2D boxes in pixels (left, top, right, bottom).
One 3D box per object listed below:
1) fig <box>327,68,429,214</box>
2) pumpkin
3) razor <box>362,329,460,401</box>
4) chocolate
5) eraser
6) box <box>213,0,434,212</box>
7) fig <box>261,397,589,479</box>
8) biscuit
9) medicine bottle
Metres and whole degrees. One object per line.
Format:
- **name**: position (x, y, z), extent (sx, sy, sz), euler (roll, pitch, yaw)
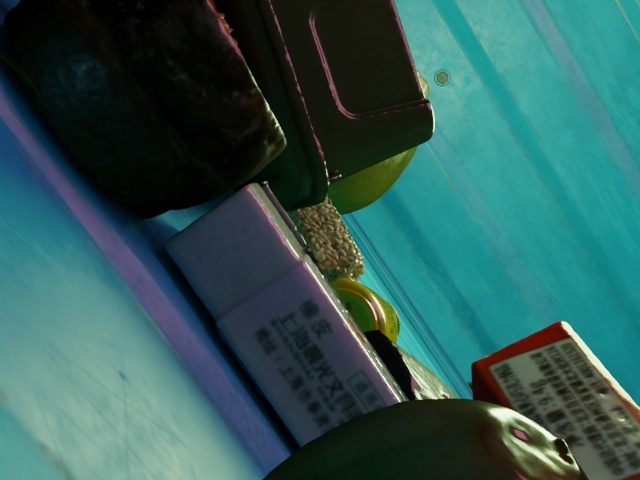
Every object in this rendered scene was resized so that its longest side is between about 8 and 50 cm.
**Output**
- **fig**: position (0.040, -0.205, 1.496), extent (0.316, 0.316, 0.316), euler (56, 6, -9)
- **pumpkin**: position (-0.135, -0.152, 0.666), extent (0.222, 0.139, 0.317), euler (57, 6, -21)
- **razor**: position (0.131, 0.237, 0.895), extent (0.327, 0.107, 0.189), euler (52, 6, -34)
- **chocolate**: position (0.314, 0.336, 1.087), extent (0.360, 0.161, 0.341), euler (-112, -167, -64)
- **eraser**: position (-0.002, 0.094, 0.677), extent (0.287, 0.086, 0.130), euler (56, 4, -3)
- **box**: position (-0.019, -0.169, 0.962), extent (0.329, 0.178, 0.252), euler (-176, -112, -74)
- **fig**: position (0.043, 0.153, 0.362), extent (0.181, 0.191, 0.181), euler (21, 31, -13)
- **biscuit**: position (0.000, 0.000, 1.249), extent (0.070, 0.082, 0.168), euler (87, -20, -46)
- **medicine bottle**: position (0.069, 0.113, 1.187), extent (0.111, 0.076, 0.309), euler (64, 8, 12)
